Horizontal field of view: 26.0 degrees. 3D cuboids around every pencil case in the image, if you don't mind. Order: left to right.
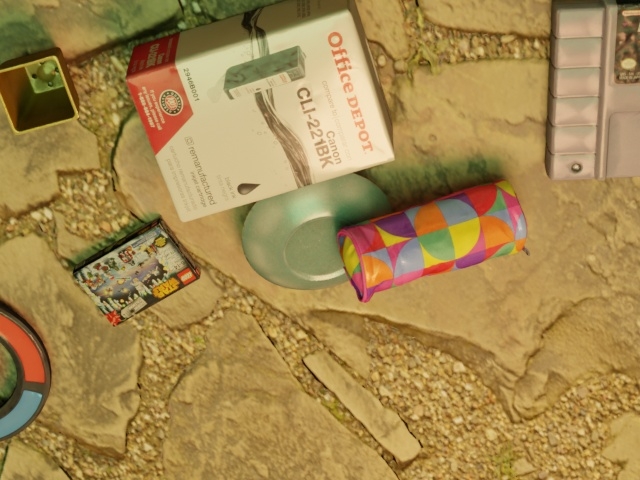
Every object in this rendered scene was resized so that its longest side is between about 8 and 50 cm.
[{"bbox_3d":[0.139,0.001,1.693,0.236,0.104,0.104,-15,117,-15],"label":"pencil case"}]

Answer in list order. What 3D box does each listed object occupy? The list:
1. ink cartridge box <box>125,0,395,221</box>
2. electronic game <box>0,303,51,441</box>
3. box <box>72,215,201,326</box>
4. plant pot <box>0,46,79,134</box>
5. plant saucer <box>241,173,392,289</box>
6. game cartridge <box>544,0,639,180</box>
[{"bbox_3d":[-0.066,-0.162,1.634,0.272,0.114,0.197,-17,116,6],"label":"ink cartridge box"},{"bbox_3d":[-0.469,0.173,1.827,0.229,0.048,0.229,0,116,-1],"label":"electronic game"},{"bbox_3d":[-0.235,0.041,1.778,0.137,0.027,0.094,-30,114,12],"label":"box"},{"bbox_3d":[-0.330,-0.184,1.635,0.081,0.083,0.081,-14,115,5],"label":"plant pot"},{"bbox_3d":[0.000,0.000,1.727,0.195,0.037,0.195,-7,131,-8],"label":"plant saucer"},{"bbox_3d":[0.451,-0.188,1.664,0.355,0.068,0.230,-3,120,0],"label":"game cartridge"}]
